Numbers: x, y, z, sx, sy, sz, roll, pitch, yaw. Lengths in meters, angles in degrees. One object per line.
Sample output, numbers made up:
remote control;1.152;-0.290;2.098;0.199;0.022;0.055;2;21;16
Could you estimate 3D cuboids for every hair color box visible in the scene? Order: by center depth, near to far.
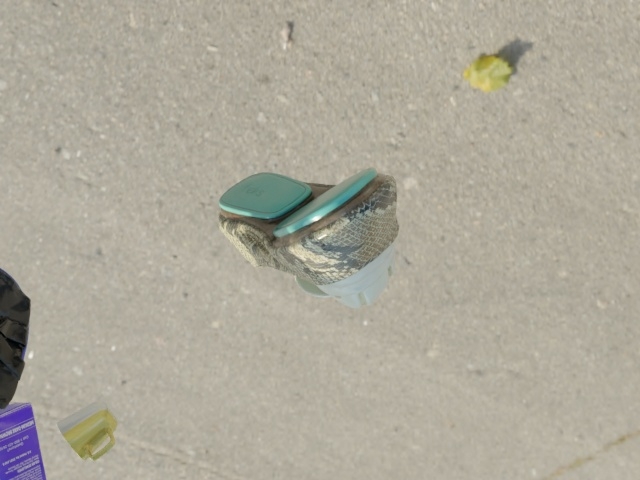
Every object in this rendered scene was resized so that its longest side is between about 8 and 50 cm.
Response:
hair color box;-0.553;0.448;1.471;0.185;0.110;0.339;-5;99;32

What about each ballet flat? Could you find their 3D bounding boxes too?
ballet flat;0.000;0.000;1.140;0.164;0.483;0.182;-36;105;-16

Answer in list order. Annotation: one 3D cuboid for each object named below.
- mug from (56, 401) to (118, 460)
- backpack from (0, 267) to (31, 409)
mug;-0.298;0.251;1.149;0.064;0.078;0.062;-37;164;-15
backpack;-0.487;0.116;1.022;0.263;0.276;0.213;24;145;-27
